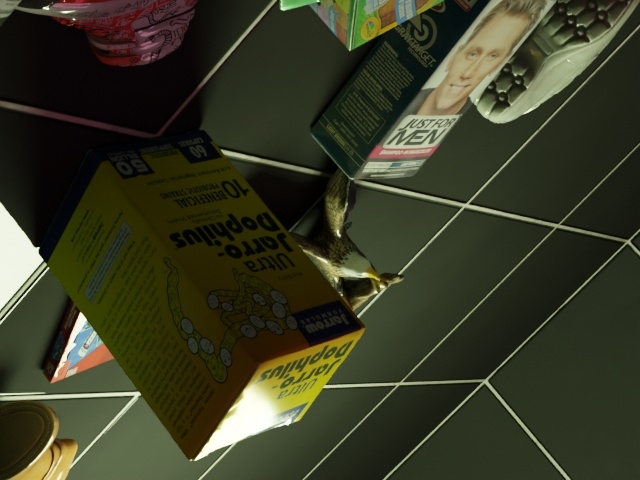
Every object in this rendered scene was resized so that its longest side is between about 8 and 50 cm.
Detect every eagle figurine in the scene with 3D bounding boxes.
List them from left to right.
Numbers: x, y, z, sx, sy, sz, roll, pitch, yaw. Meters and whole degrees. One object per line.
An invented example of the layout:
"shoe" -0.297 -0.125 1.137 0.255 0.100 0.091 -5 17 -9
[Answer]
"eagle figurine" 0.009 0.001 2.350 0.298 0.225 0.226 53 43 -40

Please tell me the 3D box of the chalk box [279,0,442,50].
"chalk box" 0.048 -0.325 1.792 0.213 0.132 0.132 -32 156 -20

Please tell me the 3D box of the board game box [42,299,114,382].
"board game box" -0.295 0.089 2.186 0.145 0.027 0.281 -22 152 -40

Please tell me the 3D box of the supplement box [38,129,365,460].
"supplement box" -0.152 0.060 1.913 0.194 0.356 0.195 -16 148 -46

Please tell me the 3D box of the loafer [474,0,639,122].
"loafer" 0.372 -0.304 2.395 0.319 0.112 0.111 -40 165 21

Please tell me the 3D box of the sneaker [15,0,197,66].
"sneaker" -0.228 -0.234 1.583 0.270 0.090 0.145 -22 150 -42

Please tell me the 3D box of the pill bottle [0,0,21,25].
"pill bottle" -0.300 -0.273 1.300 0.283 0.161 0.161 -46 157 17

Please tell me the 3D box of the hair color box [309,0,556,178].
"hair color box" 0.156 -0.244 2.159 0.174 0.105 0.347 -7 141 -54

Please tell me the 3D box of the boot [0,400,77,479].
"boot" -0.432 0.326 2.309 0.283 0.109 0.220 -47 156 24
